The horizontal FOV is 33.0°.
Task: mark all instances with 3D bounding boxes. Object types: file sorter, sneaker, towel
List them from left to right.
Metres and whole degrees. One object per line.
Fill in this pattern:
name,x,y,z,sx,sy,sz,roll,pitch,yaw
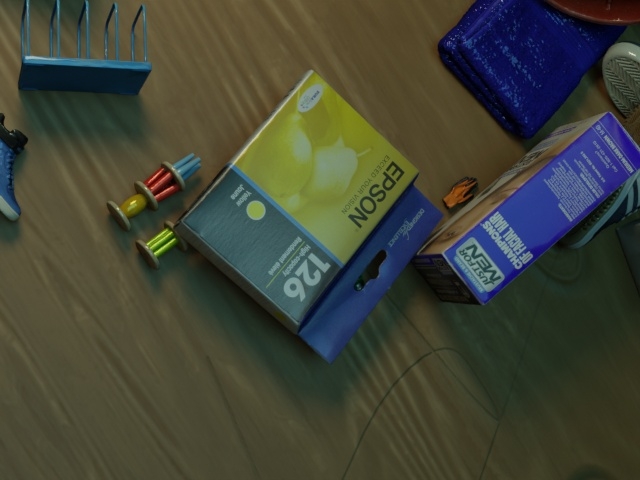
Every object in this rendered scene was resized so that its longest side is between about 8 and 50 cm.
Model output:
sneaker,-0.433,-0.108,1.489,0.085,0.058,0.152,-31,88,-11
file sorter,-0.332,-0.273,1.512,0.170,0.118,0.104,1,81,-19
towel,0.360,-0.343,1.776,0.227,0.076,0.308,45,73,-9
sneaker,0.518,-0.077,1.790,0.153,0.099,0.282,37,88,-31
sneaker,0.629,-0.245,1.840,0.350,0.131,0.148,38,67,-17

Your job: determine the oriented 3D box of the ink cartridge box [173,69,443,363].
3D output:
ink cartridge box,0.000,-0.033,1.562,0.307,0.072,0.303,41,71,-8

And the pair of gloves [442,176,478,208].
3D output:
pair of gloves,0.240,-0.057,1.739,0.074,0.010,0.083,-38,99,-20

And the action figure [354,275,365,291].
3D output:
action figure,0.000,0.000,1.627,0.137,0.063,0.232,-41,101,-21

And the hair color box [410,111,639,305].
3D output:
hair color box,0.309,-0.046,1.646,0.339,0.185,0.110,-41,96,-10

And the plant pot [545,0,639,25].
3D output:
plant pot,0.472,-0.525,1.683,0.272,0.272,0.265,25,64,-15

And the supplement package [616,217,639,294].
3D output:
supplement package,0.642,0.004,1.771,0.203,0.194,0.149,-21,92,-19

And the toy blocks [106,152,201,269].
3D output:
toy blocks,-0.214,-0.048,1.560,0.148,0.054,0.123,-38,96,-19
